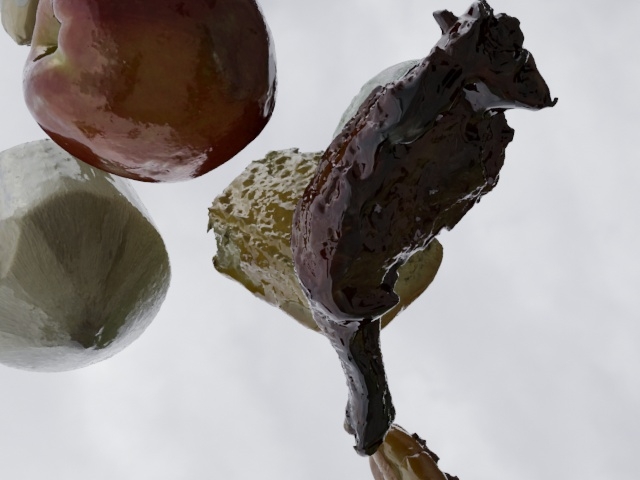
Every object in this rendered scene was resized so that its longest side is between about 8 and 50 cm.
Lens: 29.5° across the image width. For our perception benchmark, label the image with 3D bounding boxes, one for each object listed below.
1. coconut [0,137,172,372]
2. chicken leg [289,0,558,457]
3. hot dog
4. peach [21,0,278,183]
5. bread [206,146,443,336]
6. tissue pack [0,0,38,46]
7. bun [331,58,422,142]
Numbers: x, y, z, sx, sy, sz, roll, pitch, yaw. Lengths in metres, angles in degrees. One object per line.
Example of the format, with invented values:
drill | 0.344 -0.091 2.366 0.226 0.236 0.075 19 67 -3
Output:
coconut | -0.287 0.025 1.341 0.237 0.237 0.266 16 -149 -38
chicken leg | 0.051 0.001 0.942 0.157 0.407 0.096 1 -149 -24
hot dog | 0.126 0.286 1.231 0.076 0.102 0.249 -20 -131 -17
peach | -0.145 -0.163 1.096 0.243 0.243 0.200 16 -128 -38
bread | 0.000 0.000 1.254 0.174 0.245 0.121 -49 -38 -19
tissue pack | -0.203 -0.293 1.167 0.186 0.222 0.090 -6 -139 -39
bun | 0.108 -0.135 1.738 0.283 0.179 0.283 -30 -45 -35
